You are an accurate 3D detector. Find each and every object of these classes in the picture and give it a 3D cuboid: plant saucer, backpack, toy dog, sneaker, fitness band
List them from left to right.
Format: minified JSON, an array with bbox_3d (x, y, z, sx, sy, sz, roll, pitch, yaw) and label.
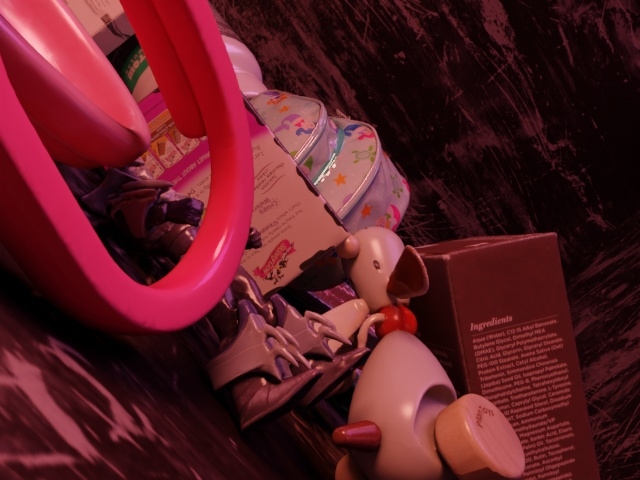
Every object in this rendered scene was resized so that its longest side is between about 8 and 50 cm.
[{"bbox_3d":[-0.258,-0.173,0.559,0.332,0.084,0.332,51,2,-3],"label":"plant saucer"},{"bbox_3d":[-0.120,-0.077,0.462,0.209,0.054,0.290,-68,146,-44],"label":"fitness band"},{"bbox_3d":[-0.027,-0.062,0.980,0.254,0.225,0.191,25,-22,41],"label":"backpack"},{"bbox_3d":[0.031,0.145,1.115,0.302,0.121,0.108,38,20,-28],"label":"sneaker"},{"bbox_3d":[0.039,0.205,1.055,0.166,0.065,0.076,47,21,-34],"label":"sneaker"},{"bbox_3d":[0.046,0.113,0.749,0.161,0.220,0.333,32,12,-38],"label":"toy dog"}]

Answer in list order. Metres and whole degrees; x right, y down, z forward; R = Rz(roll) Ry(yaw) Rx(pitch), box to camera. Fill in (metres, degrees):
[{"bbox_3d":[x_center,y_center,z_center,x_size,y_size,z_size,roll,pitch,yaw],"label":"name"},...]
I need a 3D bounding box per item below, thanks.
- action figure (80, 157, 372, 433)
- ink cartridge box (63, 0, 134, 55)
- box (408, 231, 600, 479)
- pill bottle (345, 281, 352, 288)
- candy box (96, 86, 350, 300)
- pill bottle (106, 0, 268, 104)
[{"bbox_3d":[-0.093,0.021,0.666,0.285,0.099,0.185,48,12,18],"label":"action figure"},{"bbox_3d":[-0.299,-0.303,1.044,0.099,0.135,0.056,53,2,18],"label":"ink cartridge box"},{"bbox_3d":[0.194,0.188,0.890,0.191,0.143,0.381,179,-101,-76],"label":"box"},{"bbox_3d":[0.000,0.000,1.280,0.272,0.152,0.152,25,21,-44],"label":"pill bottle"},{"bbox_3d":[-0.102,-0.052,0.806,0.233,0.159,0.071,52,3,-12],"label":"candy box"},{"bbox_3d":[-0.214,-0.257,1.176,0.361,0.204,0.204,53,2,31],"label":"pill bottle"}]
